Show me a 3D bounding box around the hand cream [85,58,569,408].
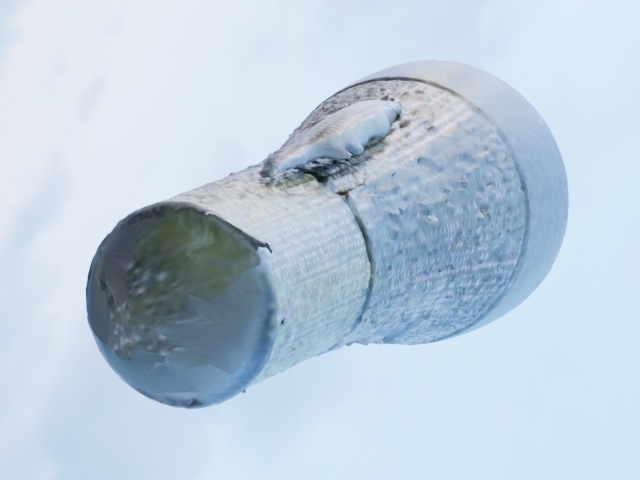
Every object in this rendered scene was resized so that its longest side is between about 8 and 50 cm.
[{"bbox_3d":[0.000,0.000,0.474,0.084,0.084,0.203,-66,163,18],"label":"hand cream"}]
